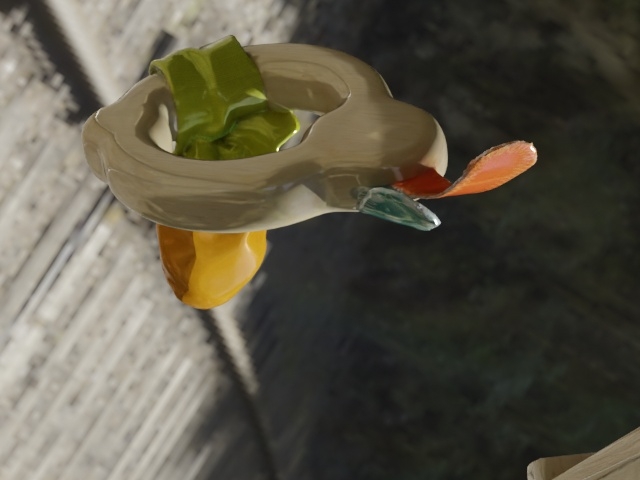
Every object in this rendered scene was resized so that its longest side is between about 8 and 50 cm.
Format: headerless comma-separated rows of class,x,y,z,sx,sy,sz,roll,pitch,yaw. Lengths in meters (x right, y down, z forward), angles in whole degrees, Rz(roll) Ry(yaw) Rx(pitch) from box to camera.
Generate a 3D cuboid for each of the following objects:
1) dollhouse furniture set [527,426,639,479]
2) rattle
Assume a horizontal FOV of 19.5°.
dollhouse furniture set,0.246,0.135,0.474,0.198,0.303,0.286,126,-42,-67
rattle,0.000,0.000,0.775,0.130,0.200,0.142,-23,124,-51
